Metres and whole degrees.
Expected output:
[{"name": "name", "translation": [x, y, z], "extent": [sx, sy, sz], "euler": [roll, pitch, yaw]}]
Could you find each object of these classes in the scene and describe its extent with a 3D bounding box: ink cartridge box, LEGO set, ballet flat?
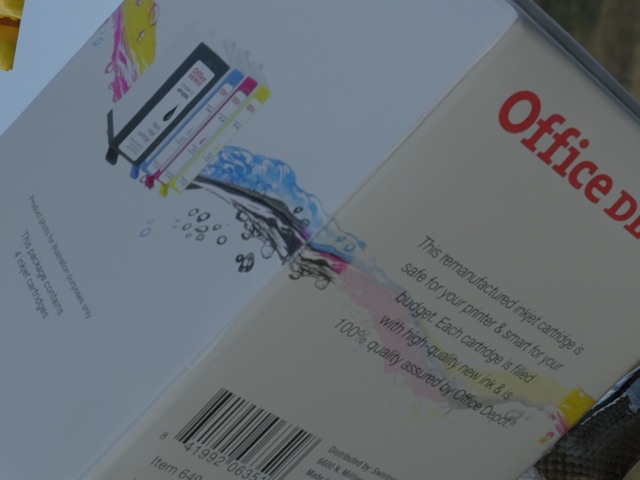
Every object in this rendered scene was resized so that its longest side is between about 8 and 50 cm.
[{"name": "ink cartridge box", "translation": [0.000, 0.000, 0.597], "extent": [0.233, 0.168, 0.171], "euler": [-46, -45, 11]}, {"name": "LEGO set", "translation": [-0.241, -0.179, 1.144], "extent": [0.227, 0.087, 0.093], "euler": [-97, 20, -57]}, {"name": "ballet flat", "translation": [0.197, 0.103, 0.955], "extent": [0.250, 0.058, 0.084], "euler": [-25, -16, -42]}]
